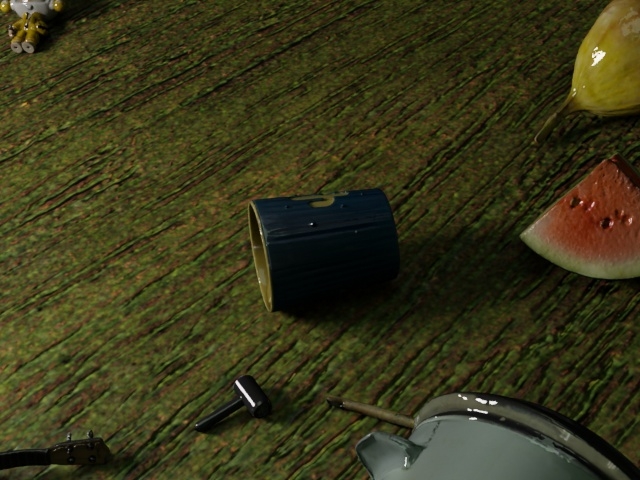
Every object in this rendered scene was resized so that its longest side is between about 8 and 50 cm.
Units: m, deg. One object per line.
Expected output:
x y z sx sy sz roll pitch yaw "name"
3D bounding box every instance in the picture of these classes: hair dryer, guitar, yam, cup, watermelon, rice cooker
-0.097 0.180 1.200 0.083 0.026 0.047 -28 45 -15 "hair dryer"
-0.354 0.227 1.162 0.271 0.084 0.038 -8 40 -9 "guitar"
0.055 0.180 1.183 0.107 0.014 0.014 13 47 21 "yam"
0.000 0.000 1.319 0.155 0.131 0.176 -10 17 -8 "cup"
0.337 -0.032 1.316 0.192 0.137 0.145 6 9 16 "watermelon"
0.138 0.271 0.893 0.316 0.264 0.317 5 61 -10 "rice cooker"

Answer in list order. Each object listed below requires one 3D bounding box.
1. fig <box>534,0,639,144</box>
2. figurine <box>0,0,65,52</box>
0.379 -0.209 1.478 0.257 0.159 0.159 -39 48 -3 "fig"
-0.457 -0.362 1.814 0.101 0.068 0.143 -19 56 -6 "figurine"
